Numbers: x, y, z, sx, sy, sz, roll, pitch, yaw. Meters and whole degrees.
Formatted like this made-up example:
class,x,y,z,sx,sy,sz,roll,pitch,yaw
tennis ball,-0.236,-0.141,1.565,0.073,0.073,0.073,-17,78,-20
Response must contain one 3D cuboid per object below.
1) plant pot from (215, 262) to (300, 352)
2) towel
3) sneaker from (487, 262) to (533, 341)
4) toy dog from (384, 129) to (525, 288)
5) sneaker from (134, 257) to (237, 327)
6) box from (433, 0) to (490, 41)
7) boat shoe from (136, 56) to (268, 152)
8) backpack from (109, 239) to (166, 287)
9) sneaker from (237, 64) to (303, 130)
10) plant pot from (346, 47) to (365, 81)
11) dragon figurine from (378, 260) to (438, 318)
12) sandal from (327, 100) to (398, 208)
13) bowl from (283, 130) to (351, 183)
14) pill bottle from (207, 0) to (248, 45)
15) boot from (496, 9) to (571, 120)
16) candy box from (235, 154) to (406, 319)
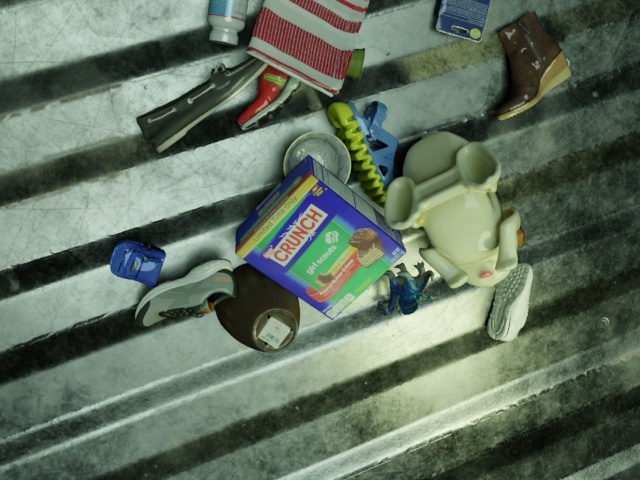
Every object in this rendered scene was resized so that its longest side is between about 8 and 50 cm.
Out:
class,x,y,z,sx,sy,sz,roll,pitch,yaw
plant pot,-0.135,0.183,1.618,0.215,0.230,0.215,-4,103,-16
towel,-0.015,-0.523,1.540,0.237,0.037,0.329,23,72,-19
sneaker,0.557,0.176,1.908,0.095,0.090,0.235,13,102,-31
toy dog,0.352,-0.047,1.685,0.284,0.395,0.408,-31,125,11
sneaker,-0.322,0.144,1.589,0.271,0.100,0.108,-28,68,8
box,0.370,-0.630,1.692,0.136,0.036,0.225,10,98,-18
boat shoe,-0.271,-0.331,1.512,0.335,0.112,0.095,-36,108,7
backpack,-0.434,0.049,1.572,0.120,0.101,0.098,20,89,-16
sneaker,-0.113,-0.381,1.587,0.118,0.107,0.279,40,84,-4
plant pot,0.062,-0.437,1.628,0.079,0.083,0.083,9,99,-5
dragon figurine,0.239,0.135,1.708,0.085,0.289,0.144,-26,98,-29
sandal,0.143,-0.221,1.673,0.138,0.126,0.317,-30,110,-13
bowl,-0.017,-0.188,1.651,0.170,0.080,0.170,-3,102,-16
pill bottle,-0.210,-0.531,1.516,0.087,0.087,0.160,8,100,-18
boot,0.522,-0.460,1.765,0.248,0.090,0.207,-37,97,-4
candy box,0.000,0.000,1.591,0.317,0.122,0.268,37,110,-23
